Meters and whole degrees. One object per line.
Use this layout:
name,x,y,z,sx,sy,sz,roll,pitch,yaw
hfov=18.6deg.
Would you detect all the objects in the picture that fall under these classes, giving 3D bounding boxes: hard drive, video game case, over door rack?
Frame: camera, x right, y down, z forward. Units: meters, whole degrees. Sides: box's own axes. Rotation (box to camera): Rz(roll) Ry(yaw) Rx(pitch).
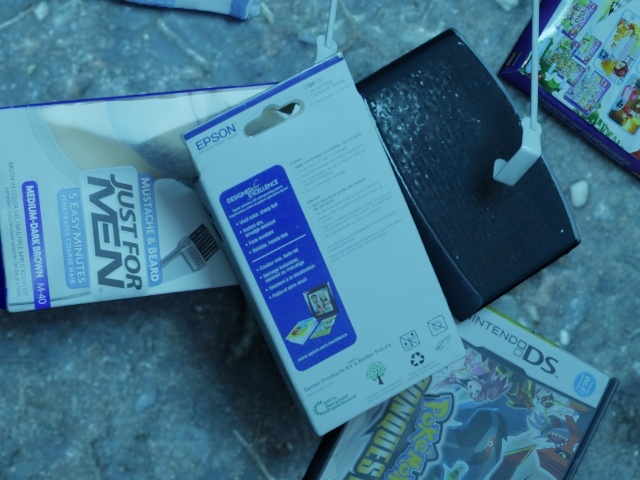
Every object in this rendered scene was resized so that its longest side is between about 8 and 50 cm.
hard drive,0.139,-0.068,1.905,0.172,0.054,0.254,-32,93,-19
video game case,0.136,0.203,1.937,0.248,0.035,0.275,29,82,-17
over door rack,0.124,-0.241,1.833,0.239,0.108,0.324,21,61,-17

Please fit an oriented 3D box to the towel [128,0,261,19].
towel,-0.166,-0.288,1.753,0.285,0.209,0.034,7,52,-17

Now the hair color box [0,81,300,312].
hair color box,-0.141,-0.045,1.804,0.339,0.110,0.185,-7,93,-20

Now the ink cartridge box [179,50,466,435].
ink cartridge box,0.000,0.000,1.755,0.165,0.065,0.332,-27,117,-9

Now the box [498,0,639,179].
box,0.338,-0.233,1.979,0.201,0.057,0.293,35,80,-16
